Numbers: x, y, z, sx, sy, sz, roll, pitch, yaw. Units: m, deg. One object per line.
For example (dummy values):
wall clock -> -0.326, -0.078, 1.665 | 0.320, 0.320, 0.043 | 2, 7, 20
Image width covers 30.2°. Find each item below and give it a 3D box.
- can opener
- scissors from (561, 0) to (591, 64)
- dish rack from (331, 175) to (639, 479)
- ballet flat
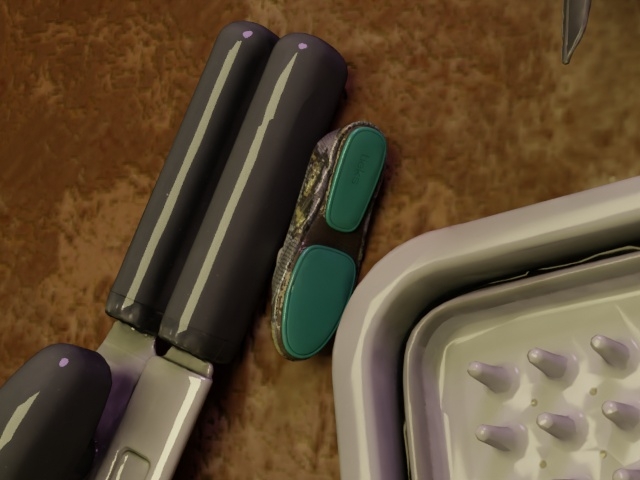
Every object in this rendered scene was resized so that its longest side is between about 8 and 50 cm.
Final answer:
can opener -> -0.072, 0.024, 0.553 | 0.074, 0.093, 0.280 | 20, 81, 34
scissors -> 0.105, -0.212, 0.455 | 0.109, 0.021, 0.297 | 19, 86, 31
dish rack -> 0.170, 0.108, 0.393 | 0.332, 0.072, 0.286 | -15, 69, 25
ballet flat -> 0.000, 0.000, 0.549 | 0.041, 0.041, 0.114 | 15, 82, 32
